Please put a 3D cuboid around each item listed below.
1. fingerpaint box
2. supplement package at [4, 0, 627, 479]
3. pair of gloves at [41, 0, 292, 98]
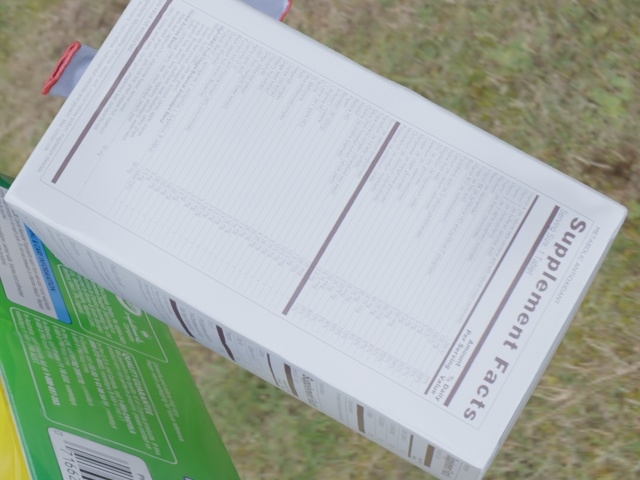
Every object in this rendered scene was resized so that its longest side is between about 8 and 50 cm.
[{"bbox_3d":[-0.222,0.213,0.898,0.371,0.163,0.445,-56,32,13],"label":"fingerpaint box"},{"bbox_3d":[0.000,0.000,0.719,0.244,0.134,0.139,30,79,9],"label":"supplement package"},{"bbox_3d":[-0.110,-0.152,1.145,0.198,0.159,0.023,-57,40,14],"label":"pair of gloves"}]
